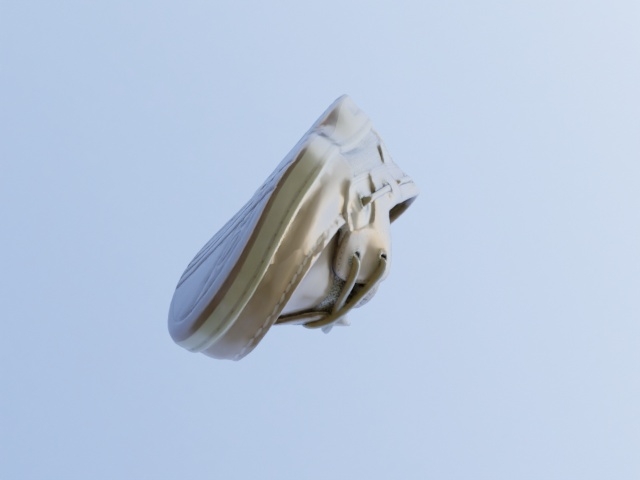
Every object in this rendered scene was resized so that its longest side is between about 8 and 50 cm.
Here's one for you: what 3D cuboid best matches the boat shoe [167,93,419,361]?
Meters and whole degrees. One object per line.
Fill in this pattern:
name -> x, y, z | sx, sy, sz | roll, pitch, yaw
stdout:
boat shoe -> 0.000, 0.000, 0.817 | 0.098, 0.109, 0.302 | 43, -157, -5
